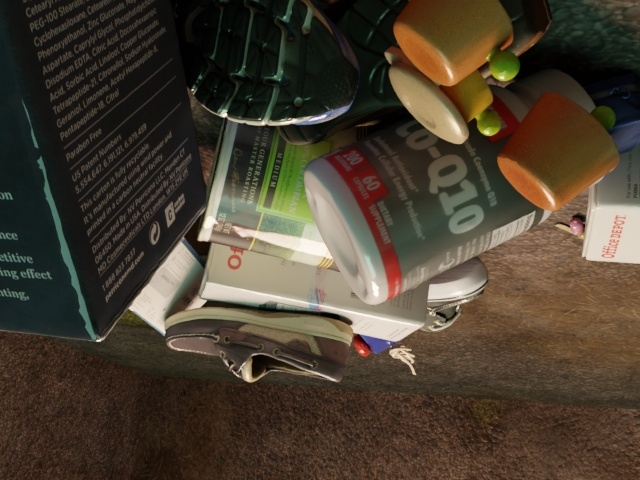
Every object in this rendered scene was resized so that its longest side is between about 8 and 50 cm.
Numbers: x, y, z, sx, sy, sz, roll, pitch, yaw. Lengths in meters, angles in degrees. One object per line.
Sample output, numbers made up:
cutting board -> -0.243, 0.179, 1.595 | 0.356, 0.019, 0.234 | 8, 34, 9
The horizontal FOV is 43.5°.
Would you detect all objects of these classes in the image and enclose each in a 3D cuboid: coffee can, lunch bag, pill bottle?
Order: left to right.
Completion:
coffee can -> 0.004, -0.066, 0.992 | 0.275, 0.202, 0.201 | 13, 161, -10
pill bottle -> 0.140, -0.063, 0.831 | 0.283, 0.161, 0.161 | -26, 164, -10
lunch bag -> 0.306, -0.135, 0.860 | 0.067, 0.065, 0.098 | -15, 160, -1

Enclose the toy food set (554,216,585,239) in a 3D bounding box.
toy food set -> 0.416, -0.021, 1.205 | 0.077, 0.019, 0.122 | 19, 158, -27

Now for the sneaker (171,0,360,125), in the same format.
sneaker -> -0.059, -0.180, 0.736 | 0.147, 0.130, 0.330 | 8, -162, -38

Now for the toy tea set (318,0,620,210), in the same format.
toy tea set -> 0.100, -0.175, 0.591 | 0.336, 0.124, 0.200 | 46, 177, -18

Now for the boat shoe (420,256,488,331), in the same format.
boat shoe -> 0.209, 0.104, 1.463 | 0.121, 0.119, 0.335 | -28, -176, -22

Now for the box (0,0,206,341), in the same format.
box -> -0.282, -0.153, 0.582 | 0.293, 0.212, 0.396 | 4, 124, 15

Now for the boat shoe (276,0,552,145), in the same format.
boat shoe -> 0.081, -0.183, 0.788 | 0.119, 0.123, 0.324 | -16, -177, -43

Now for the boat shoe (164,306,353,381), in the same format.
boat shoe -> -0.096, 0.152, 1.133 | 0.285, 0.093, 0.103 | 1, 156, 16

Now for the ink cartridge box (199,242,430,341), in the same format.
ink cartridge box -> 0.000, 0.000, 1.148 | 0.306, 0.226, 0.131 | 13, 160, -8

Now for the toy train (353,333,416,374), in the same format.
toy train -> 0.099, 0.138, 1.484 | 0.105, 0.143, 0.248 | -30, 132, 7

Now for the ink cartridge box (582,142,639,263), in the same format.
ink cartridge box -> 0.462, -0.048, 0.962 | 0.272, 0.114, 0.197 | 3, 161, 16

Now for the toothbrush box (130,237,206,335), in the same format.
toothbrush box -> -0.311, -0.013, 1.201 | 0.295, 0.126, 0.216 | 39, 169, 20

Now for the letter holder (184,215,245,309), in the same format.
letter holder -> -0.077, 0.017, 1.391 | 0.301, 0.214, 0.152 | -1, 127, 24
